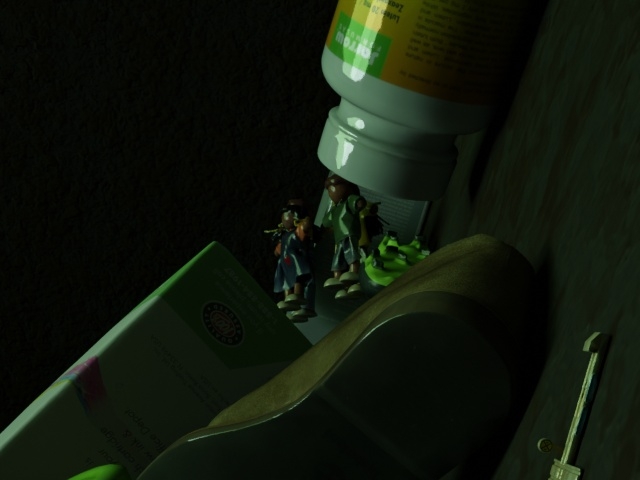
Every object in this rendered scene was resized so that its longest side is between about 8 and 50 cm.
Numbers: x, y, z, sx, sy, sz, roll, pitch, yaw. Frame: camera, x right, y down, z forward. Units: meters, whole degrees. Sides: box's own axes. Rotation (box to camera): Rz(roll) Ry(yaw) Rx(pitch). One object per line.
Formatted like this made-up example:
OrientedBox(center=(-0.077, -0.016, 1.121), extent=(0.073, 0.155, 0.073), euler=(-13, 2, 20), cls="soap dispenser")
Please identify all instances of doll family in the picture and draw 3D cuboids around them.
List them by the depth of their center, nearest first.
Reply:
OrientedBox(center=(0.000, 0.000, 1.481), extent=(0.193, 0.076, 0.111), euler=(-24, 66, 50), cls="doll family")

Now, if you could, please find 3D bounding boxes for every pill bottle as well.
OrientedBox(center=(0.080, -0.160, 1.254), extent=(0.136, 0.136, 0.245), euler=(-81, 8, -71), cls="pill bottle")

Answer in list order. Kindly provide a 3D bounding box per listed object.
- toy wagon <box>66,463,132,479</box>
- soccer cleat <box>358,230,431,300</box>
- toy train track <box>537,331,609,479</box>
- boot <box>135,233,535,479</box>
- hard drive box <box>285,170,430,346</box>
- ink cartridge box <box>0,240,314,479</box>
OrientedBox(center=(-0.072, 0.237, 0.823), extent=(0.344, 0.267, 0.068), euler=(-22, 6, 29), cls="toy wagon")
OrientedBox(center=(0.061, 0.038, 1.347), extent=(0.179, 0.060, 0.072), euler=(-48, -33, -81), cls="soccer cleat")
OrientedBox(center=(0.099, 0.076, 0.704), extent=(0.048, 0.014, 0.083), euler=(145, 142, -85), cls="toy train track")
OrientedBox(center=(0.006, 0.103, 0.951), extent=(0.305, 0.112, 0.115), euler=(-38, 11, 35), cls="boot")
OrientedBox(center=(0.025, 0.040, 1.636), extent=(0.181, 0.089, 0.232), euler=(-95, 23, -83), cls="hard drive box")
OrientedBox(center=(-0.123, 0.189, 1.085), extent=(0.119, 0.207, 0.353), euler=(-37, 6, 48), cls="ink cartridge box")
